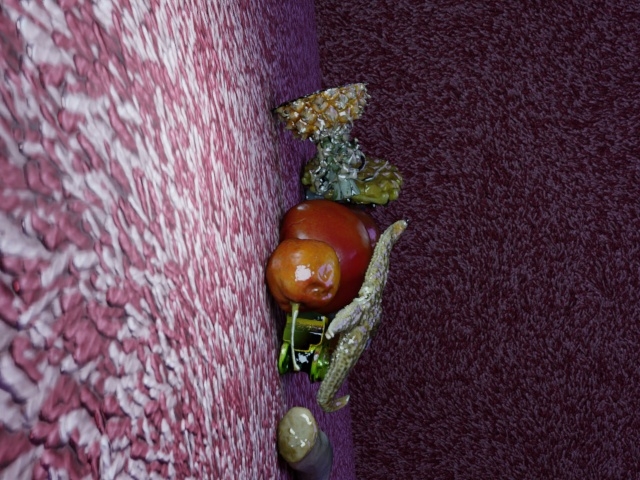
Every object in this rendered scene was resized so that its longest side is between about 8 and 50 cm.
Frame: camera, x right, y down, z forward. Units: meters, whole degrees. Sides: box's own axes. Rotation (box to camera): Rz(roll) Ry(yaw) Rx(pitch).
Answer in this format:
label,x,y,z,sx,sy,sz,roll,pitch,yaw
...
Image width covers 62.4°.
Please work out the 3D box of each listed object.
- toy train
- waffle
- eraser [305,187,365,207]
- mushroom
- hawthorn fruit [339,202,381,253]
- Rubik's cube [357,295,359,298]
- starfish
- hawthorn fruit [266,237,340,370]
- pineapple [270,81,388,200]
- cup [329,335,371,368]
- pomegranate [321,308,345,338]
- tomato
label,x,y,z,sx,sy,sz,roll,pitch,yaw
toy train,-0.024,0.248,1.243,0.296,0.100,0.161,65,34,-75
waffle,0.118,-0.237,1.937,0.382,0.379,0.095,-74,172,-61
eraser,0.063,-0.160,2.039,0.174,0.226,0.081,56,34,-84
mushroom,-0.029,0.477,1.166,0.351,0.094,0.123,79,27,-47
hawthorn fruit,0.062,-0.025,1.917,0.307,0.276,0.276,56,-5,19
Rubik's cube,0.112,0.178,2.247,0.238,0.237,0.237,80,6,-53
starfish,0.107,0.177,1.237,0.432,0.082,0.324,-54,154,-49
hawthorn fruit,-0.049,0.119,1.058,0.165,0.165,0.286,80,20,-43
pineapple,0.031,-0.239,1.362,0.262,0.262,0.272,-65,141,-80
cup,0.120,0.429,2.264,0.264,0.226,0.182,-72,140,-61
pomegranate,0.025,0.255,1.747,0.148,0.148,0.169,53,39,-81
tomato,0.019,0.039,1.350,0.298,0.226,0.299,-7,90,-88
